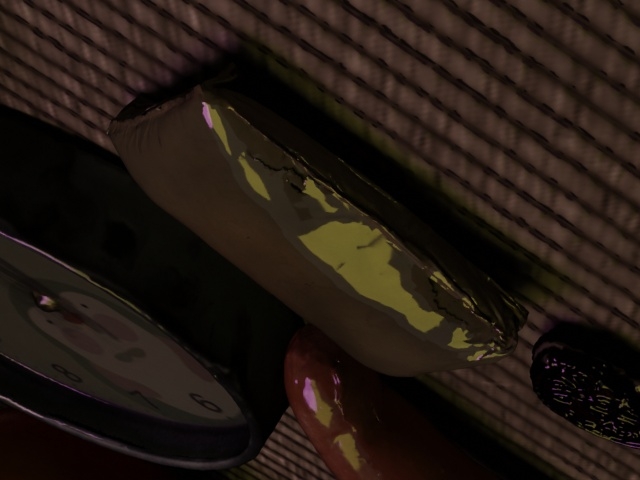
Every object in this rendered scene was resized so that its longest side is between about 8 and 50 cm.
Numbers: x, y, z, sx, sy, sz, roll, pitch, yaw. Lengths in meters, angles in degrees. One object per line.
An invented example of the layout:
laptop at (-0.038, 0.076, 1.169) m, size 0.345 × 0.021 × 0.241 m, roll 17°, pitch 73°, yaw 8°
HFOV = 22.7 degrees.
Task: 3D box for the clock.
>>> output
clock at (-0.162, 0.033, 0.948) m, size 0.319 × 0.066 × 0.319 m, roll 22°, pitch 155°, yaw 11°

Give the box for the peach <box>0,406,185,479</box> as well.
peach at (-0.220, 0.243, 1.203) m, size 0.281 × 0.238 × 0.281 m, roll 10°, pitch -165°, yaw -3°

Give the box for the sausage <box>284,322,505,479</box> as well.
sausage at (0.082, 0.152, 0.930) m, size 0.304 × 0.078 × 0.078 m, roll 39°, pitch 153°, yaw -26°

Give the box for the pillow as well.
pillow at (0.000, 0.000, 0.738) m, size 0.208 × 0.053 × 0.119 m, roll 39°, pitch 150°, yaw -18°

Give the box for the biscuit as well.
biscuit at (0.144, 0.074, 0.770) m, size 0.089 × 0.027 × 0.087 m, roll 5°, pitch 148°, yaw 40°
